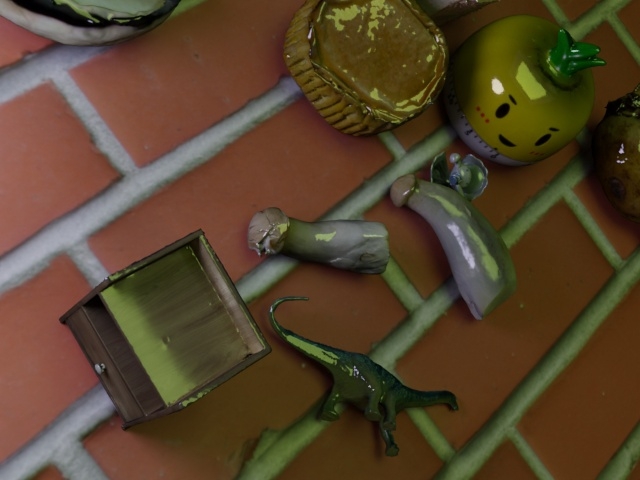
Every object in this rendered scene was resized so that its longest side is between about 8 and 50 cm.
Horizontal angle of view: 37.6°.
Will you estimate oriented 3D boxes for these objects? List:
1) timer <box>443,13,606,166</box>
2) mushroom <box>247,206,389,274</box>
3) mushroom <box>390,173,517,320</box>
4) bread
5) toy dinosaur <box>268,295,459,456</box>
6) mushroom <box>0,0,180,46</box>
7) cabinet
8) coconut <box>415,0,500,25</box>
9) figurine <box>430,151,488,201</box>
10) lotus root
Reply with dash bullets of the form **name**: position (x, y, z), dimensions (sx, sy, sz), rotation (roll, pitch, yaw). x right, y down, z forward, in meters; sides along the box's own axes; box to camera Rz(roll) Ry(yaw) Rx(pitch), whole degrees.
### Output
- **timer**: position (0.374, -0.280, 1.627), dimensions (0.285, 0.285, 0.285), rotation (11, 67, -27)
- **mushroom**: position (-0.003, 0.000, 1.412), dimensions (0.223, 0.092, 0.081), rotation (10, 84, -20)
- **mushroom**: position (0.226, -0.007, 1.547), dimensions (0.118, 0.103, 0.270), rotation (-34, 85, -22)
- **bread**: position (0.074, -0.298, 1.508), dimensions (0.253, 0.142, 0.227), rotation (46, 72, -21)
- **toy dinosaur**: position (0.067, 0.217, 1.384), dimensions (0.363, 0.076, 0.147), rotation (30, 40, -20)
- **mushroom**: position (-0.374, -0.386, 1.317), dimensions (0.344, 0.130, 0.247), rotation (22, 46, -24)
- **cabinet**: position (-0.203, 0.119, 1.172), dimensions (0.148, 0.215, 0.174), rotation (-30, 90, -34)
- **coconut**: position (0.197, -0.505, 1.597), dimensions (0.310, 0.297, 0.297), rotation (-23, 85, -38)
- **figurine**: position (0.229, -0.104, 1.590), dimensions (0.086, 0.082, 0.094), rotation (7, 82, -54)
- **lotus root**: position (0.608, -0.140, 1.794), dimensions (0.169, 0.141, 0.314), rotation (-16, 90, -31)
